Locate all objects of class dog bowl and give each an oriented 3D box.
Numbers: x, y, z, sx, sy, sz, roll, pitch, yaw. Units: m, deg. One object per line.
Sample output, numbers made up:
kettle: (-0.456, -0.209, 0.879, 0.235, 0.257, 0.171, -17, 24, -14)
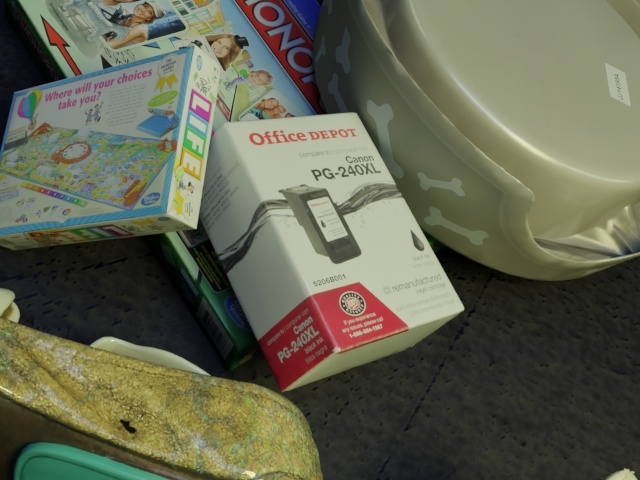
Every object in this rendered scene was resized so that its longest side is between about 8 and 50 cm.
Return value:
dog bowl: (0.151, -0.124, 0.613, 0.349, 0.102, 0.348, 16, 53, -22)

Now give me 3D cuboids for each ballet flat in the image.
ballet flat: (-0.160, 0.084, 0.436, 0.349, 0.123, 0.123, 21, 59, -7)

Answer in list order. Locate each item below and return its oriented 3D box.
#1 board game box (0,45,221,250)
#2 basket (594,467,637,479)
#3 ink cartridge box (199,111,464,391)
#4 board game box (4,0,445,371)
board game box: (-0.134, -0.052, 0.484, 0.026, 0.154, 0.103, 32, 59, -54)
basket: (0.122, 0.207, 0.429, 0.113, 0.167, 0.103, -21, 66, -27)
ink cartridge box: (0.000, 0.000, 0.485, 0.109, 0.063, 0.150, -12, 68, -41)
board game box: (-0.059, -0.092, 0.591, 0.213, 0.046, 0.317, -28, 75, -28)
